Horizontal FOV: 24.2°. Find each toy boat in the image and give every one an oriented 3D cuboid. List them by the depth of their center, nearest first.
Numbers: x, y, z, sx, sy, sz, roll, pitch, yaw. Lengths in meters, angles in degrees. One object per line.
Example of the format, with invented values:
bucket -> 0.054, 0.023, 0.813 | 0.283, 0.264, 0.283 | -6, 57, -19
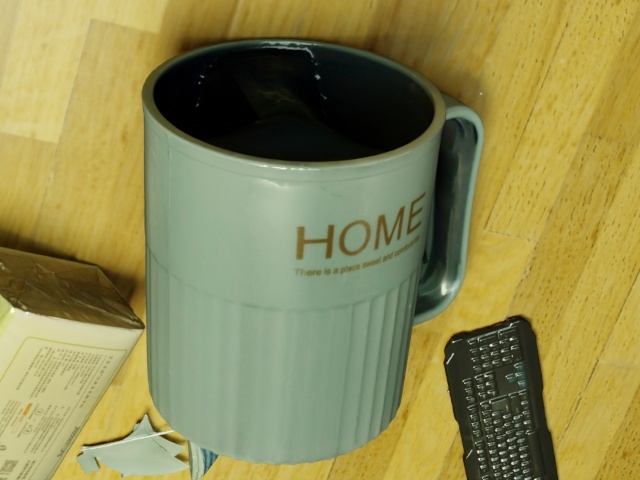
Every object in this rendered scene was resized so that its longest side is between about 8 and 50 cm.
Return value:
toy boat -> -0.167, 0.223, 1.543 | 0.149, 0.034, 0.105 | -33, 118, 5

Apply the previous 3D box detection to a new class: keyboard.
keyboard -> 0.198, 0.201, 1.627 | 0.106, 0.016, 0.262 | -16, 120, -4

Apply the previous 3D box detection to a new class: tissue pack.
tissue pack -> -0.298, 0.131, 1.391 | 0.159, 0.125, 0.234 | 13, 116, -45

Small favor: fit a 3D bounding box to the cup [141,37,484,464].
cup -> -0.020, -0.004, 1.361 | 0.257, 0.331, 0.311 | 15, 121, 17
